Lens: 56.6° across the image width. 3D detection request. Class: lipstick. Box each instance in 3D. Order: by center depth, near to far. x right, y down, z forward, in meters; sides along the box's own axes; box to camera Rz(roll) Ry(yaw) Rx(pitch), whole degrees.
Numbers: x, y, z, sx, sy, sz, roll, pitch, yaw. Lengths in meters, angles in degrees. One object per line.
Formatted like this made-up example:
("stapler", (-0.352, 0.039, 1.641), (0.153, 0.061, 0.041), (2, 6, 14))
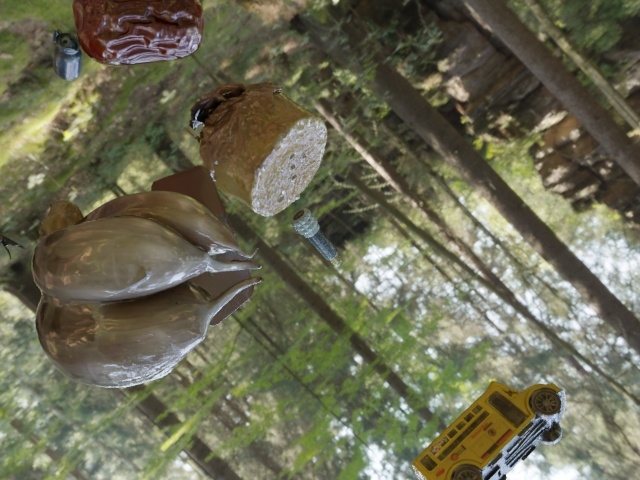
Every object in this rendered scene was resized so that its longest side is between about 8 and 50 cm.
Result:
("lipstick", (0.000, 0.000, 0.938), (0.037, 0.116, 0.037), (-31, -152, 19))

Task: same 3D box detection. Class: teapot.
("teapot", (-0.465, -0.343, 1.095), (0.049, 0.063, 0.083), (-1, 148, -27))

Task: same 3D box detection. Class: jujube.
("jujube", (-0.332, -0.398, 1.094), (0.230, 0.155, 0.155), (-2, 173, -13))

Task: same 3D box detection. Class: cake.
("cake", (-0.192, -0.270, 1.619), (0.332, 0.321, 0.332), (-46, 160, -23))

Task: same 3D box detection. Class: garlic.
("garlic", (-0.228, 0.046, 0.729), (0.292, 0.210, 0.237), (7, -158, 22))

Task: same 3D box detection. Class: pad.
("pad", (-0.201, 0.004, 1.055), (0.004, 0.267, 0.181), (-15, -168, 27))

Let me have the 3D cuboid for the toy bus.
("toy bus", (0.351, 0.406, 1.211), (0.330, 0.144, 0.152), (-38, -133, -14))

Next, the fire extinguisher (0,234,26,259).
("fire extinguisher", (-0.473, 0.027, 0.764), (0.157, 0.078, 0.045), (-44, -176, -37))
